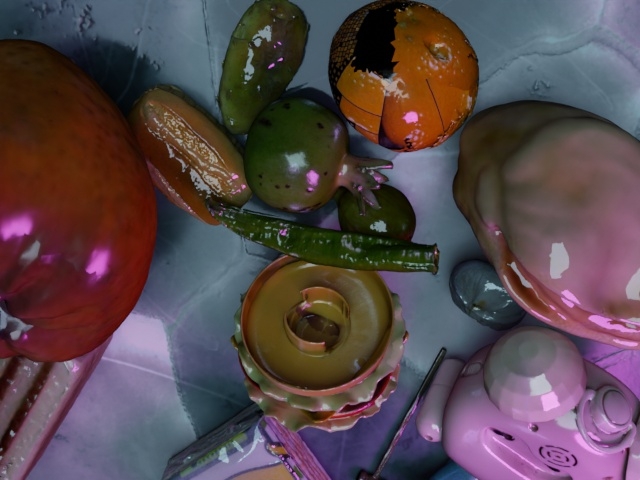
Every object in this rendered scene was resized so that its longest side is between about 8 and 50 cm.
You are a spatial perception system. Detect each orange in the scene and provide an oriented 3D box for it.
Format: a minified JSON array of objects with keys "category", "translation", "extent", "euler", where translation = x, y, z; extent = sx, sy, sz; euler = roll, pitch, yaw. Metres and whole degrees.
[{"category":"orange","translation":[0.121,-0.242,1.306],"extent":[0.182,0.234,0.234],"euler":[-20,107,51]}]

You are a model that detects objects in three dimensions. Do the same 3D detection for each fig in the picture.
[{"category":"fig","translation":[0.042,-0.052,1.426],"extent":[0.236,0.124,0.124],"euler":[27,104,19]}]

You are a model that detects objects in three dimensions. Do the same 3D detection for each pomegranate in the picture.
[{"category":"pomegranate","translation":[-0.005,-0.116,1.332],"extent":[0.224,0.181,0.182],"euler":[19,103,8]}]

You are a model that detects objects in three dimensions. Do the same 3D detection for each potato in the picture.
[{"category":"potato","translation":[-0.094,-0.267,1.368],"extent":[0.117,0.090,0.226],"euler":[14,110,-24]}]

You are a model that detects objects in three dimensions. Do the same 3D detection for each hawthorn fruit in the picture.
[{"category":"hawthorn fruit","translation":[-0.454,-0.051,1.254],"extent":[0.471,0.472,0.472],"euler":[0,103,1]}]

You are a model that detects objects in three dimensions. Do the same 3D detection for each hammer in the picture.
[{"category":"hammer","translation":[0.149,0.313,1.537],"extent":[0.058,0.029,0.292],"euler":[26,101,-6]}]

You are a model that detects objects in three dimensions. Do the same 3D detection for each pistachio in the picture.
[{"category":"pistachio","translation":[0.386,-0.030,1.304],"extent":[0.445,0.365,0.281],"euler":[38,143,2]}]

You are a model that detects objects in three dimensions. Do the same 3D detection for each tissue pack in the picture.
[{"category":"tissue pack","translation":[-0.095,0.455,1.522],"extent":[0.228,0.128,0.311],"euler":[-34,100,10]}]

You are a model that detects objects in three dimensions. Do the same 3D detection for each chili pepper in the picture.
[{"category":"chili pepper","translation":[0.000,0.000,1.320],"extent":[0.359,0.085,0.076],"euler":[11,107,6]}]

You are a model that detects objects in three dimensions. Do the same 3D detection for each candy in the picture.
[{"category":"candy","translation":[-0.481,0.262,1.461],"extent":[0.135,0.179,0.321],"euler":[33,101,-5]}]

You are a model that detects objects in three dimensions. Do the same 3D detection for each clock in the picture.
[{"category":"clock","translation":[0.348,0.279,1.361],"extent":[0.342,0.326,0.184],"euler":[31,58,-13]}]

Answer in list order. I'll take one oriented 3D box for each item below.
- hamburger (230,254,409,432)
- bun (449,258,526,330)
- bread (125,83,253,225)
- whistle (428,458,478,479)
[{"category":"hamburger","translation":[-0.001,0.162,1.387],"extent":[0.274,0.274,0.212],"euler":[-1,148,2]},{"category":"bun","translation":[0.265,0.092,1.421],"extent":[0.141,0.141,0.083],"euler":[37,75,-7]},{"category":"bread","translation":[-0.208,-0.134,1.397],"extent":[0.236,0.106,0.140],"euler":[44,103,-8]},{"category":"whistle","translation":[0.209,0.458,1.537],"extent":[0.186,0.093,0.274],"euler":[30,107,-33]}]
